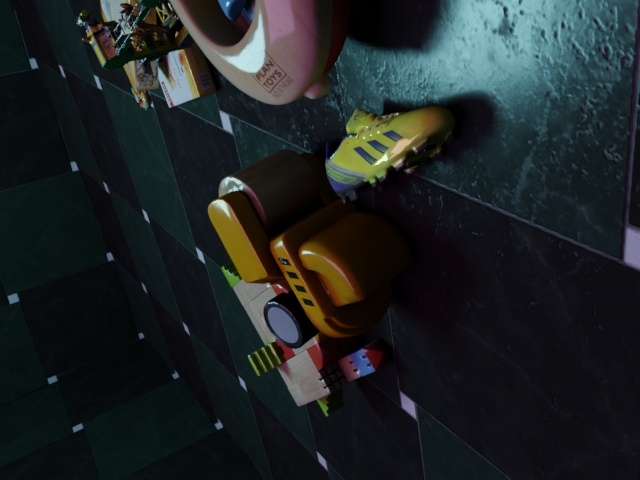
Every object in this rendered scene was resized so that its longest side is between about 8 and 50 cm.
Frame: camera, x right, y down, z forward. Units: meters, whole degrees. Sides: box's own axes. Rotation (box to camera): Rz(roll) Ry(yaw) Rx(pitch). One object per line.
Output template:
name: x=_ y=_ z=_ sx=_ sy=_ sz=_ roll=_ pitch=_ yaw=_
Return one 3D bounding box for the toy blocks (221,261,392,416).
toy blocks: x=-0.021 y=0.157 z=1.376 sx=0.381 sy=0.191 sz=0.261 roll=60 pitch=144 yaw=7

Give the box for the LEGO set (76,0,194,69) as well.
LEGO set: x=-0.294 y=-0.458 z=1.199 sx=0.192 sy=0.255 sz=0.331 roll=64 pitch=152 yaw=0

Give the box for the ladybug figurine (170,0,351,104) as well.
ladybug figurine: x=-0.096 y=-0.393 z=0.940 sx=0.305 sy=0.162 sz=0.449 roll=-28 pitch=90 yaw=57

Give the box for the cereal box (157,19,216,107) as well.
cereal box: x=-0.314 y=-0.392 z=1.534 sx=0.240 sy=0.047 sz=0.173 roll=6 pitch=118 yaw=62

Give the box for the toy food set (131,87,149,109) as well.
toy food set: x=-0.496 y=-0.402 z=1.920 sx=0.083 sy=0.020 sz=0.082 roll=62 pitch=156 yaw=2

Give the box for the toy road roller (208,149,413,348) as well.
toy road roller: x=0.000 y=0.000 z=1.128 sx=0.241 sy=0.202 sz=0.329 roll=-23 pitch=98 yaw=53

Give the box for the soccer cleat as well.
soccer cleat: x=0.078 y=-0.136 z=0.957 sx=0.289 sy=0.093 sz=0.121 roll=-27 pitch=83 yaw=65

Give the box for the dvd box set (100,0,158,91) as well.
dvd box set: x=-0.415 y=-0.573 z=1.462 sx=0.420 sy=0.062 sz=0.307 roll=103 pitch=145 yaw=-50
